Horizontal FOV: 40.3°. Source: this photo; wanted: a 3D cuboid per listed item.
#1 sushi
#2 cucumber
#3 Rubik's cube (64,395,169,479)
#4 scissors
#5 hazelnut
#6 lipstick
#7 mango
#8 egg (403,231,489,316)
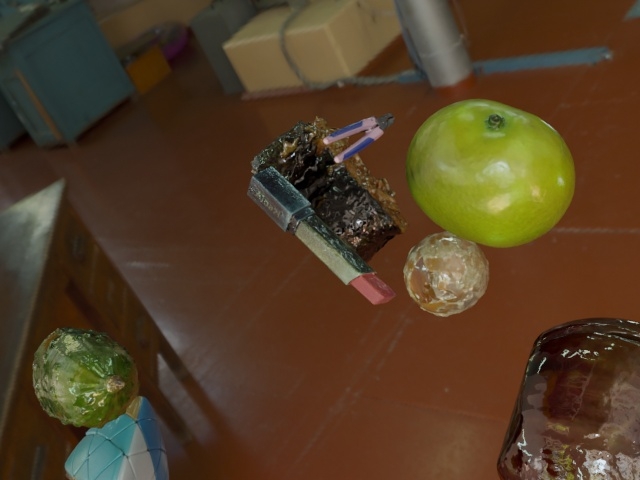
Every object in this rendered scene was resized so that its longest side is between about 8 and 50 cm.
[{"bbox_3d":[0.008,-0.103,1.717,0.207,0.234,0.348,-43,55,5],"label":"sushi"},{"bbox_3d":[-0.286,0.175,1.098,0.134,0.134,0.244,-41,12,-23],"label":"cucumber"},{"bbox_3d":[-0.436,0.463,1.930,0.254,0.254,0.254,-21,29,12],"label":"Rubik's cube"},{"bbox_3d":[0.055,-0.141,1.147,0.113,0.039,0.012,-32,1,-27],"label":"scissors"},{"bbox_3d":[0.299,0.196,0.896,0.218,0.218,0.234,3,67,44],"label":"hazelnut"},{"bbox_3d":[0.000,0.000,1.437,0.051,0.051,0.312,-29,65,-39],"label":"lipstick"},{"bbox_3d":[0.186,-0.075,1.031,0.149,0.185,0.273,-61,11,-7],"label":"mango"},{"bbox_3d":[0.282,0.076,1.978,0.195,0.195,0.233,-38,6,-18],"label":"egg"}]
